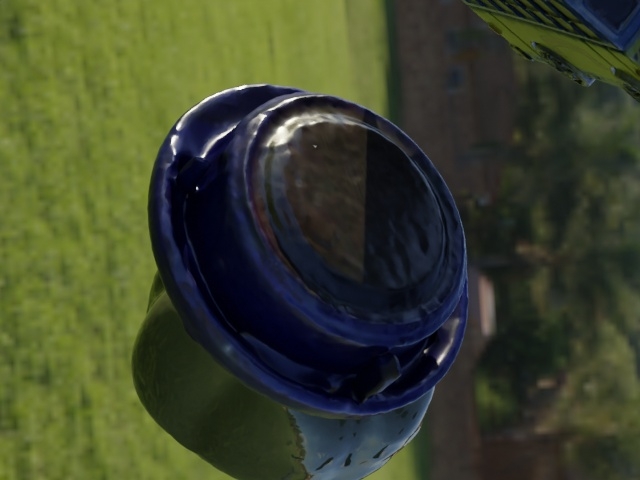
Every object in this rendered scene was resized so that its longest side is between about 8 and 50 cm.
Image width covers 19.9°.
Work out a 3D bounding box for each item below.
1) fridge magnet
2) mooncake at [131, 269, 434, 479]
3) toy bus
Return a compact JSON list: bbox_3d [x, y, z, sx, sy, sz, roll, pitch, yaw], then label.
[{"bbox_3d":[0.000,0.000,1.306,0.112,0.265,0.265,-39,-141,45],"label":"fridge magnet"},{"bbox_3d":[-0.022,0.083,1.547,0.135,0.275,0.275,117,-17,-46],"label":"mooncake"},{"bbox_3d":[0.185,-0.198,1.267,0.175,0.138,0.288,36,0,-23],"label":"toy bus"}]
